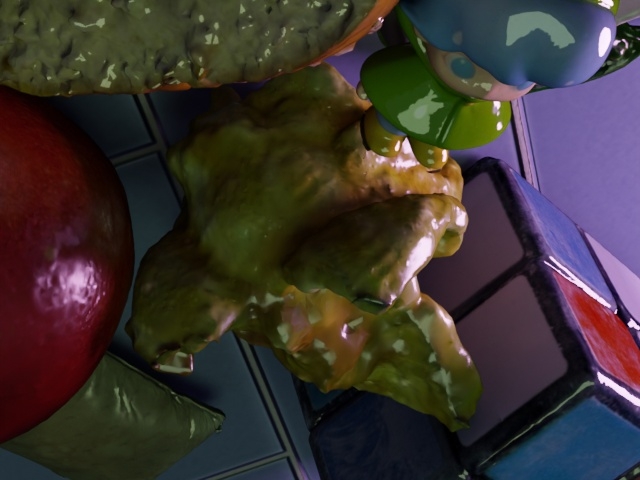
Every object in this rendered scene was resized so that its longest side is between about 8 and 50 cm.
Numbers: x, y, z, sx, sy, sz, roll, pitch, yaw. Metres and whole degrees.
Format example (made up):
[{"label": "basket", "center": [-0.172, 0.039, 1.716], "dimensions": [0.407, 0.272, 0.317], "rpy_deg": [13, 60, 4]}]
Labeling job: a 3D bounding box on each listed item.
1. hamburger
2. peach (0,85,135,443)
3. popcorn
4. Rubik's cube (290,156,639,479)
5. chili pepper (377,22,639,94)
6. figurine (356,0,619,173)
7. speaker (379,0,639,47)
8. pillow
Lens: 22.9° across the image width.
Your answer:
[{"label": "hamburger", "center": [-0.091, -0.257, 1.111], "dimensions": [0.445, 0.287, 0.268], "rpy_deg": [-3, 112, 33]}, {"label": "peach", "center": [-0.357, 0.038, 1.314], "dimensions": [0.406, 0.310, 0.335], "rpy_deg": [3, 128, -19]}, {"label": "popcorn", "center": [0.011, -0.002, 1.380], "dimensions": [0.321, 0.290, 0.325], "rpy_deg": [13, 173, -10]}, {"label": "Rubik's cube", "center": [0.186, 0.165, 1.600], "dimensions": [0.318, 0.313, 0.316], "rpy_deg": [-40, 132, 20]}, {"label": "chili pepper", "center": [0.173, -0.177, 1.447], "dimensions": [0.257, 0.074, 0.100], "rpy_deg": [-7, 131, -18]}, {"label": "figurine", "center": [0.115, -0.147, 1.155], "dimensions": [0.162, 0.143, 0.263], "rpy_deg": [16, 143, -19]}, {"label": "speaker", "center": [0.214, -0.283, 1.274], "dimensions": [0.406, 0.184, 0.183], "rpy_deg": [-19, 134, 1]}, {"label": "pillow", "center": [-0.256, 0.180, 1.642], "dimensions": [0.185, 0.075, 0.302], "rpy_deg": [-39, 131, 21]}]
